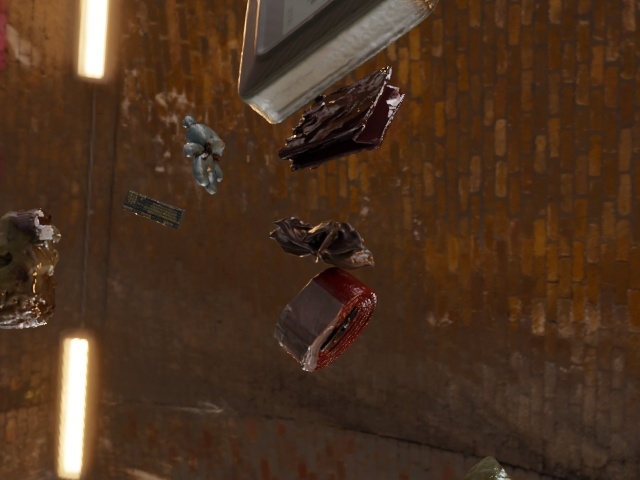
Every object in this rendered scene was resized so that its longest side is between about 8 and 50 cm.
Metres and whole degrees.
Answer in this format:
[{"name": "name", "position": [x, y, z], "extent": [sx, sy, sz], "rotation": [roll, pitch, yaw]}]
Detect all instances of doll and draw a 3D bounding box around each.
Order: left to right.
[{"name": "doll", "position": [-0.230, -0.178, 1.277], "extent": [0.075, 0.120, 0.180], "rotation": [-32, -135, 8]}]

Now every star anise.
[{"name": "star anise", "position": [0.013, 0.006, 1.191], "extent": [0.212, 0.197, 0.073], "rotation": [6, -108, 39]}]

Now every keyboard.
[{"name": "keyboard", "position": [-0.446, -0.082, 1.653], "extent": [0.176, 0.014, 0.055], "rotation": [21, -91, 13]}]

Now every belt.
[{"name": "belt", "position": [0.004, 0.146, 1.206], "extent": [0.201, 0.128, 0.124], "rotation": [-47, -126, -8]}]

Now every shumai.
[{"name": "shumai", "position": [-0.821, 0.064, 1.610], "extent": [0.346, 0.217, 0.283], "rotation": [41, -61, -7]}]

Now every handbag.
[{"name": "handbag", "position": [0.041, -0.220, 1.155], "extent": [0.216, 0.203, 0.074], "rotation": [-16, -57, 35]}]

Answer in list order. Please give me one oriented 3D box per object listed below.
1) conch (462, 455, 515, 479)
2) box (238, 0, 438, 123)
[{"name": "conch", "position": [0.204, 0.336, 0.728], "extent": [0.173, 0.105, 0.116], "rotation": [-101, -173, -63]}, {"name": "box", "position": [0.019, -0.446, 1.126], "extent": [0.396, 0.111, 0.396], "rotation": [-29, -135, 30]}]
